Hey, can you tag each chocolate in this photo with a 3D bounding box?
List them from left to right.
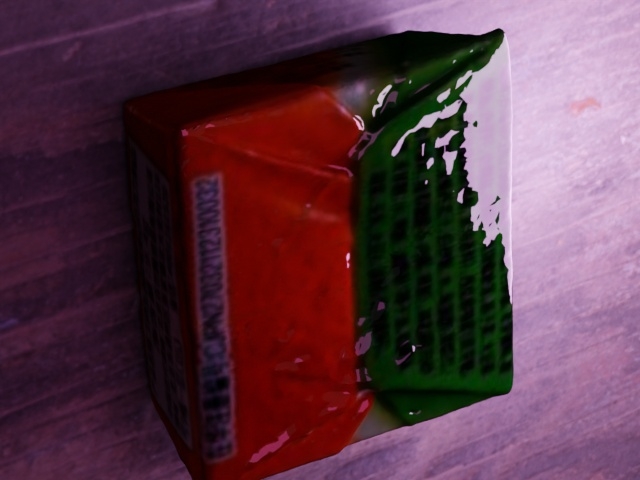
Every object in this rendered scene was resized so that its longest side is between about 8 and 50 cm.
[{"bbox_3d":[0.000,0.000,1.768,0.341,0.161,0.360,-16,117,-27],"label":"chocolate"}]
